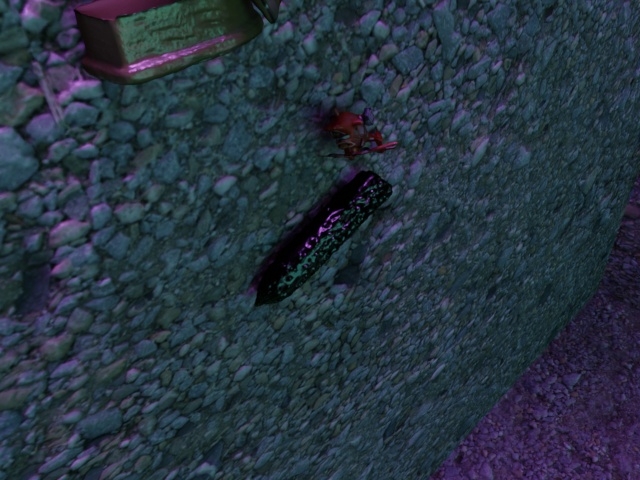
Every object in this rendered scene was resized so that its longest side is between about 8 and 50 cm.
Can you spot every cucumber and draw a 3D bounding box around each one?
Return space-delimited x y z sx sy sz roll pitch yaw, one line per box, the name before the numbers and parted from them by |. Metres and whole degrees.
cucumber | 0.000 0.000 0.888 0.300 0.072 0.072 -46 142 -15

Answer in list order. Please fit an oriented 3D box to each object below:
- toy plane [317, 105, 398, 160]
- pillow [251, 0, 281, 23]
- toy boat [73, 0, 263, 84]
toy plane | 0.070 -0.162 0.832 0.194 0.126 0.077 -11 96 -43
pillow | -0.080 -0.348 0.499 0.208 0.052 0.212 45 46 -55
toy boat | -0.139 -0.218 0.537 0.188 0.116 0.061 -33 131 -30
